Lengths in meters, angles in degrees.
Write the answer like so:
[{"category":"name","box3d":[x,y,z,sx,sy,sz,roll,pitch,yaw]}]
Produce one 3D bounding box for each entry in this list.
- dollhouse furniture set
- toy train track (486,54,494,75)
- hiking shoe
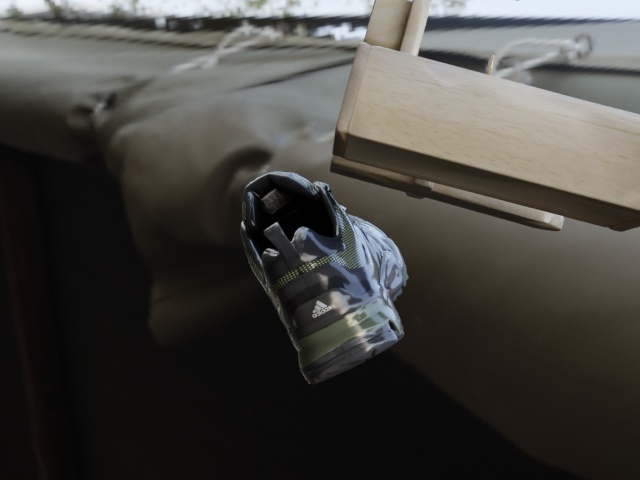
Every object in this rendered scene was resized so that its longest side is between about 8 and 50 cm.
[{"category":"dollhouse furniture set","box3d":[0.134,-0.197,0.698,0.303,0.173,0.356,107,-2,-86]},{"category":"toy train track","box3d":[0.116,-0.111,0.939,0.083,0.014,0.048,-62,161,-80]},{"category":"hiking shoe","box3d":[0.000,0.000,0.820,0.227,0.086,0.114,-106,170,-75]}]
